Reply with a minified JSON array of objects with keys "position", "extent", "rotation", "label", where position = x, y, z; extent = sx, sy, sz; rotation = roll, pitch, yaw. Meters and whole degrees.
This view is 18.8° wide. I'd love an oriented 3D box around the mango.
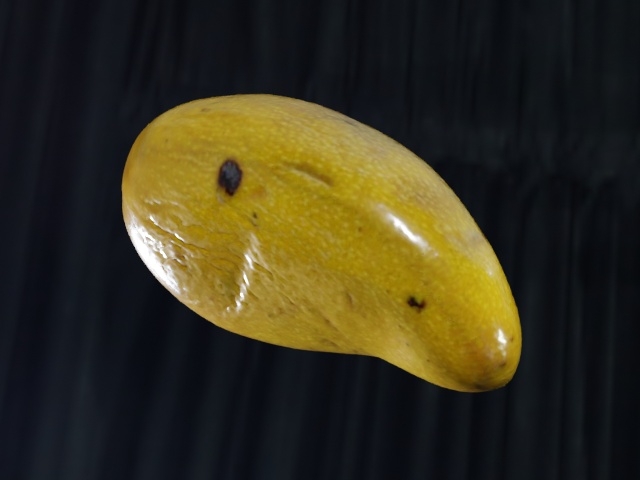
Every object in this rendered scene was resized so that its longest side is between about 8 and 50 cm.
[{"position":[0.002,-0.004,1.201],"extent":[0.295,0.120,0.177],"rotation":[17,138,30],"label":"mango"}]
